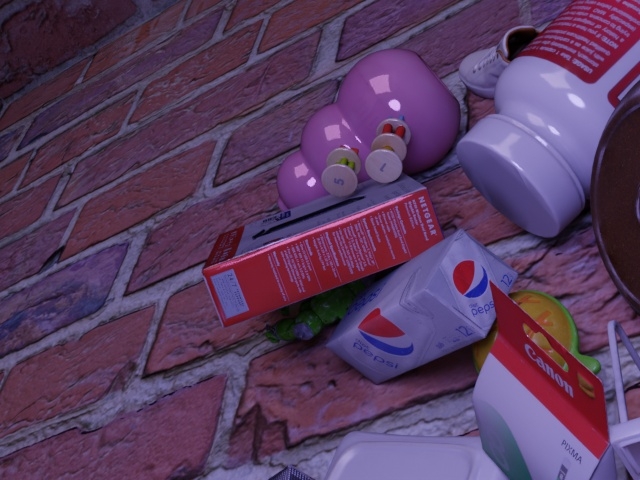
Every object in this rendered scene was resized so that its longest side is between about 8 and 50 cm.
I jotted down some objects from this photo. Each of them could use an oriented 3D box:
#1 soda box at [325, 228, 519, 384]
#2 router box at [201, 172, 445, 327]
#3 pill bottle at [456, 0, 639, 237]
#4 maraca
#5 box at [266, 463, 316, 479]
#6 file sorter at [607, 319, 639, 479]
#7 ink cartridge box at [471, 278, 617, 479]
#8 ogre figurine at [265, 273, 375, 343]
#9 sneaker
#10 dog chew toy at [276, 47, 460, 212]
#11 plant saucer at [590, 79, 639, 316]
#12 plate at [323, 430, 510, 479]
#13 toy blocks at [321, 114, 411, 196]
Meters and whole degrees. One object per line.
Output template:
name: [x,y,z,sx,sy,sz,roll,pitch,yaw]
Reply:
soda box: [0.115,0.089,1.231,0.098,0.091,0.286,-56,8,-28]
router box: [0.000,0.000,1.406,0.301,0.082,0.335,-20,8,1]
pill bottle: [0.378,-0.202,1.311,0.407,0.229,0.229,-44,30,-10]
maraca: [0.240,0.131,1.141,0.127,0.099,0.186,-46,40,13]
box: [-0.094,0.409,1.103,0.216,0.060,0.270,-42,24,34]
file sorter: [0.410,0.131,0.860,0.277,0.193,0.173,-23,30,25]
ink cartridge box: [0.207,0.173,0.964,0.056,0.225,0.181,-29,37,-11]
ogre figurine: [0.012,0.084,1.466,0.197,0.097,0.118,-21,11,-12]
sneaker: [0.312,-0.301,1.630,0.106,0.123,0.290,-49,30,-14]
dog chew toy: [0.063,-0.154,1.635,0.332,0.206,0.207,-40,29,13]
plant saucer: [0.370,-0.035,1.043,0.050,0.311,0.310,-7,23,-20]
plate: [0.074,0.320,1.116,0.278,0.045,0.277,-9,42,42]
toy blocks: [0.070,-0.131,1.466,0.123,0.054,0.148,-16,27,22]
